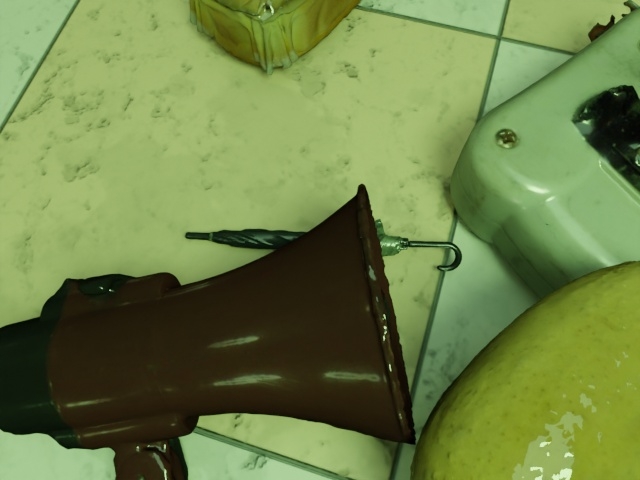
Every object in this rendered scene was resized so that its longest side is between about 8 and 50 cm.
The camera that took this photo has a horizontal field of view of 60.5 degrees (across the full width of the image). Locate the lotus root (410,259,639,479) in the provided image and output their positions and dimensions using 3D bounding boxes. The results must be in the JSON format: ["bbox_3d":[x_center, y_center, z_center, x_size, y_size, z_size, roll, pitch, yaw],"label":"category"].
[{"bbox_3d":[0.150,0.120,0.354,0.303,0.146,0.130,-45,42,-10],"label":"lotus root"}]

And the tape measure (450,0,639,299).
[{"bbox_3d":[0.271,-0.067,0.497,0.258,0.130,0.265,-35,72,-14],"label":"tape measure"}]

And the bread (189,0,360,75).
[{"bbox_3d":[-0.023,-0.301,0.608,0.136,0.107,0.241,37,74,17],"label":"bread"}]

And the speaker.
[{"bbox_3d":[-0.080,0.127,0.451,0.329,0.198,0.259,-18,108,10],"label":"speaker"}]

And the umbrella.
[{"bbox_3d":[0.001,-0.005,0.529,0.268,0.044,0.044,6,102,6],"label":"umbrella"}]
